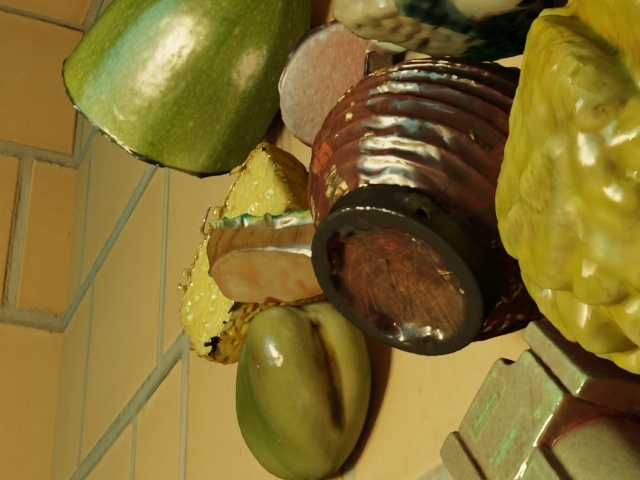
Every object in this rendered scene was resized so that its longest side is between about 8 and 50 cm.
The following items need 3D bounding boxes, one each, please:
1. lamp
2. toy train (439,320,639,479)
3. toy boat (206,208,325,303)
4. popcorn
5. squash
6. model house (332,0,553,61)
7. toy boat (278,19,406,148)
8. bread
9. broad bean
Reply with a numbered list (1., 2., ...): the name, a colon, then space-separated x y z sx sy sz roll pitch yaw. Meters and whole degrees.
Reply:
1. lamp: 0.103 -0.034 0.886 0.247 0.247 0.246 -168 90 -68
2. toy train: 0.168 0.205 0.707 0.221 0.150 0.304 -64 23 17
3. toy boat: -0.002 0.006 1.143 0.293 0.108 0.099 -13 31 35
4. popcorn: 0.211 -0.059 0.630 0.258 0.224 0.270 153 120 -72
5. squash: -0.159 -0.296 1.558 0.308 0.310 0.310 -60 28 34
6. model house: 0.160 -0.306 0.874 0.284 0.243 0.298 -5 78 59
7. toy boat: 0.039 -0.177 1.322 0.227 0.085 0.155 -4 84 56
8. bread: -0.058 0.023 1.354 0.260 0.147 0.160 -63 33 18
9. broad bean: -0.023 0.163 1.233 0.189 0.121 0.263 65 159 20
